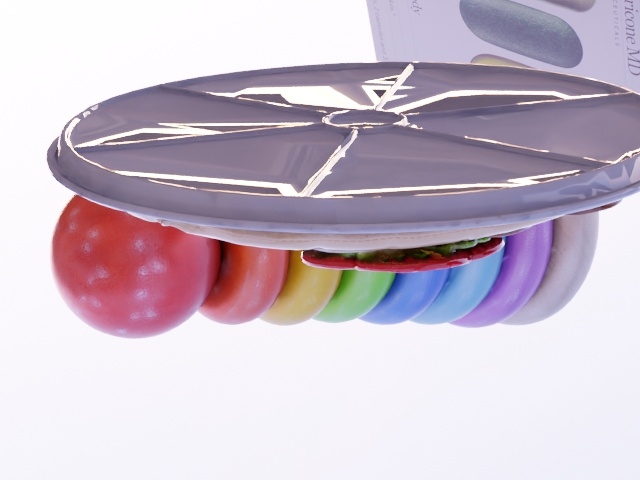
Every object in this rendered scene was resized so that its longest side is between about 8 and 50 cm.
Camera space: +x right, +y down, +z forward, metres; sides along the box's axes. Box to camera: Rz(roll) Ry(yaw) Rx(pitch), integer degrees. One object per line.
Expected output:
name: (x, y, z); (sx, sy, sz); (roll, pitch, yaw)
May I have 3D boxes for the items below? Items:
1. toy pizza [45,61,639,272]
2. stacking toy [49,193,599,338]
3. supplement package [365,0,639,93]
toy pizza: (0.014, -0.024, 0.575); (0.201, 0.032, 0.201); (-2, -164, 0)
stacking toy: (0.000, 0.000, 1.018); (0.330, 0.141, 0.141); (-9, -173, -38)
supplement package: (0.189, -0.201, 1.320); (0.262, 0.199, 0.198); (25, -127, 35)
